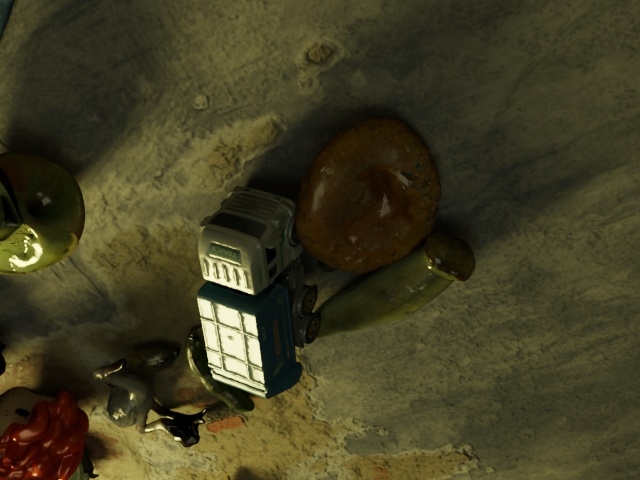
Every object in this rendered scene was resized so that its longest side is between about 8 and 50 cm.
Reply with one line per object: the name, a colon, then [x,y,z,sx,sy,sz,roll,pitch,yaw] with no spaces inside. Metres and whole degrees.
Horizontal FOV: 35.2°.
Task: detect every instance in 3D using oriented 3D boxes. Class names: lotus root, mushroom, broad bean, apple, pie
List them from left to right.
apple: [-0.489,-0.045,1.626,0.207,0.174,0.188,37,141,-24]
lotus root: [-0.309,0.220,1.890,0.099,0.049,0.054,-13,124,10]
broad bean: [-0.200,0.255,1.916,0.069,0.039,0.227,-22,123,13]
pie: [0.077,-0.065,1.589,0.273,0.069,0.273,-12,124,-18]
mushroom: [0.121,0.090,1.740,0.107,0.087,0.333,42,123,-19]

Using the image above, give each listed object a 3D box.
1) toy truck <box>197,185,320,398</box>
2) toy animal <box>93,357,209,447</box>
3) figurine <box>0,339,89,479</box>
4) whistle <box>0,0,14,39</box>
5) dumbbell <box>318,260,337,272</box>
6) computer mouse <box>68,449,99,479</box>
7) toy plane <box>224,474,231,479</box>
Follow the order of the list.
toy truck: [-0.104,0.098,1.684,0.146,0.175,0.367,14,130,25]
toy animal: [-0.353,0.299,1.915,0.195,0.090,0.324,-12,142,25]
figurine: [-0.642,0.321,1.908,0.306,0.241,0.412,-39,99,2]
whistle: [-0.528,-0.268,1.525,0.062,0.062,0.304,26,125,-15]
dumbbell: [0.000,0.000,1.701,0.052,0.046,0.118,-15,126,21]
computer mouse: [-0.573,0.462,2.086,0.229,0.068,0.113,8,115,-15]
toy plane: [-0.209,0.635,2.167,0.204,0.103,0.316,7,128,-1]
